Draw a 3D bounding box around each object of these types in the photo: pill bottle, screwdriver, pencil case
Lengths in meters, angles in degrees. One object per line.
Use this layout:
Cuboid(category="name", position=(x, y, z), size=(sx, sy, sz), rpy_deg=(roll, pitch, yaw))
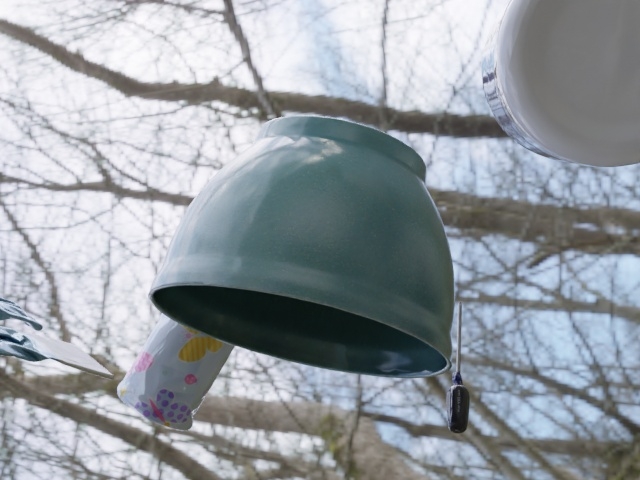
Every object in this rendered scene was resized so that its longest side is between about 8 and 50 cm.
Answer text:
Cuboid(category="pill bottle", position=(0.201, -0.134, 0.879), size=(0.264, 0.153, 0.153), rpy_deg=(-51, -44, -84))
Cuboid(category="screwdriver", position=(0.143, 0.131, 1.217), size=(0.024, 0.025, 0.170), rpy_deg=(53, -154, -38))
Cuboid(category="pencil case", position=(-0.158, 0.111, 1.502), size=(0.113, 0.124, 0.273), rpy_deg=(28, -87, -10))

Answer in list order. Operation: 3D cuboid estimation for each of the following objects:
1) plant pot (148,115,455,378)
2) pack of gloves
Cuboid(category="plant pot", position=(0.000, 0.000, 1.117), size=(0.293, 0.293, 0.196), rpy_deg=(28, -113, -41))
Cuboid(category="pack of gloves", position=(-0.370, 0.102, 1.278), size=(0.046, 0.195, 0.232), rpy_deg=(-59, -32, 1))
